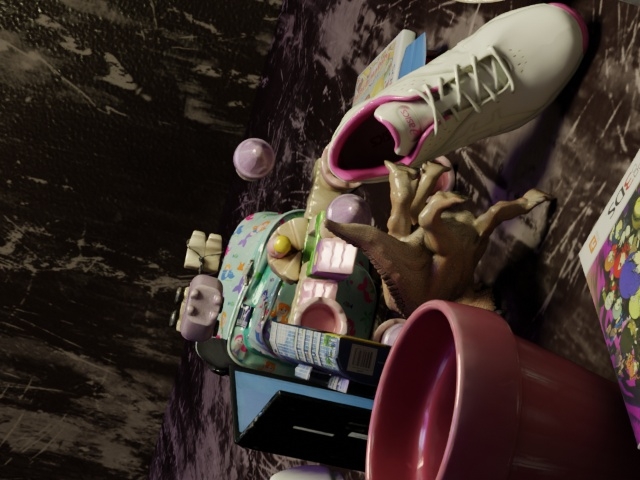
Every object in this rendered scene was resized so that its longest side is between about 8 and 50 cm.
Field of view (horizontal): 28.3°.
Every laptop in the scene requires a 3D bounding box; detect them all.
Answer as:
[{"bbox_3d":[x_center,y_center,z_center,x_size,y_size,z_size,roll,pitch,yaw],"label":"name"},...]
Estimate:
[{"bbox_3d":[0.034,0.176,1.382,0.264,0.234,0.136,125,154,-58],"label":"laptop"}]

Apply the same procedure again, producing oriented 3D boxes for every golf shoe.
[{"bbox_3d":[0.136,-0.139,1.309,0.306,0.115,0.140,-32,2,24],"label":"golf shoe"}]

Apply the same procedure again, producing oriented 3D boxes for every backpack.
[{"bbox_3d":[-0.036,0.082,1.806,0.191,0.225,0.253,-10,60,51],"label":"backpack"}]

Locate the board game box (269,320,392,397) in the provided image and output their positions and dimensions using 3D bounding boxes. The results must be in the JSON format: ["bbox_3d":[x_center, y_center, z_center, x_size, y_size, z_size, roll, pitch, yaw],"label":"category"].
[{"bbox_3d":[0.047,0.136,1.362,0.194,0.194,0.060,4,80,61],"label":"board game box"}]

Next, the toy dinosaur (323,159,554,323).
[{"bbox_3d":[0.114,0.033,1.269,0.127,0.296,0.200,24,108,33],"label":"toy dinosaur"}]

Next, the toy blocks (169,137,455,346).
[{"bbox_3d":[0.000,0.000,1.534,0.260,0.309,0.288,137,144,-77],"label":"toy blocks"}]

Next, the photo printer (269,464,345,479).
[{"bbox_3d":[0.009,0.431,1.330,0.256,0.107,0.307,-105,7,-64],"label":"photo printer"}]

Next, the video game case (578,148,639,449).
[{"bbox_3d":[0.279,0.010,0.968,0.232,0.042,0.210,-93,20,-51],"label":"video game case"}]

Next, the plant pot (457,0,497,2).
[{"bbox_3d":[0.194,-0.425,1.372,0.191,0.284,0.284,-41,-14,-42],"label":"plant pot"}]

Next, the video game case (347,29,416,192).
[{"bbox_3d":[0.086,-0.199,1.998,0.227,0.026,0.206,143,139,-70],"label":"video game case"}]

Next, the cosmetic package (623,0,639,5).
[{"bbox_3d":[0.294,-0.302,1.022,0.224,0.138,0.224,-127,51,-73],"label":"cosmetic package"}]

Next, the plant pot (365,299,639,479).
[{"bbox_3d":[0.153,0.163,1.029,0.201,0.180,0.201,-166,90,-76],"label":"plant pot"}]

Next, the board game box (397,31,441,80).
[{"bbox_3d":[0.139,-0.216,1.790,0.169,0.033,0.133,166,113,-80],"label":"board game box"}]
